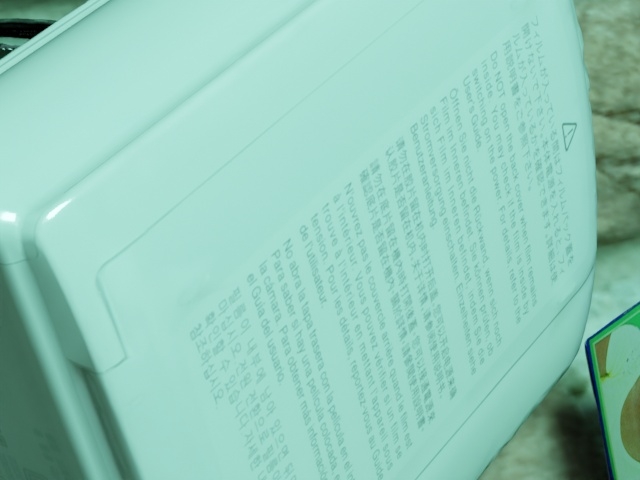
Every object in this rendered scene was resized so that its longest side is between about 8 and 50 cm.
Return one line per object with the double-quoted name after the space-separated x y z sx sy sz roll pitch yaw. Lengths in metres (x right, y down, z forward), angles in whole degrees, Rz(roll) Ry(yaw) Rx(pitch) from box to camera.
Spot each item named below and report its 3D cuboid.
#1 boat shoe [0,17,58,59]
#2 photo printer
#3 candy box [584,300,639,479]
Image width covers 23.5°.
-0.169 -0.083 0.713 0.133 0.042 0.048 1 64 -11 "boat shoe"
0.000 0.000 0.577 0.107 0.256 0.307 14 43 36 "photo printer"
0.298 0.031 0.568 0.268 0.317 0.122 5 60 -24 "candy box"
